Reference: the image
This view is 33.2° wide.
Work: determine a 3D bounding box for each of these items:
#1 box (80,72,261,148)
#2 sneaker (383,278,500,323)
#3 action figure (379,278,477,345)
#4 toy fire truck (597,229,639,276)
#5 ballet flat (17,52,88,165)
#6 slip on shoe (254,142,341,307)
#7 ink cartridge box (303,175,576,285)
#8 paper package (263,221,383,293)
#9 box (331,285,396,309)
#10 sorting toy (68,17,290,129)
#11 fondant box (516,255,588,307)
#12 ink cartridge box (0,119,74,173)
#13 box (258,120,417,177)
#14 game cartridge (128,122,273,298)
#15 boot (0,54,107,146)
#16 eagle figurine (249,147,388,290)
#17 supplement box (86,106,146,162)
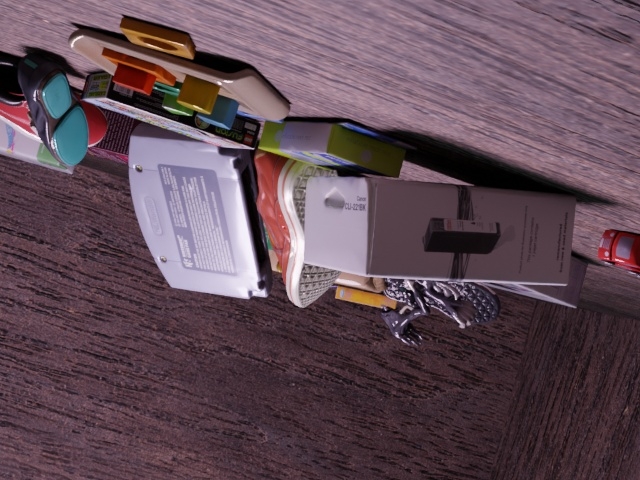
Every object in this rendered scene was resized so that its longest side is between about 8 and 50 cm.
[{"bbox_3d":[-0.192,-0.166,1.379,0.207,0.036,0.114,17,177,-28],"label":"box"},{"bbox_3d":[0.224,0.081,1.985,0.235,0.084,0.097,18,-157,12],"label":"sneaker"},{"bbox_3d":[0.200,0.056,1.733,0.141,0.164,0.275,28,144,-2],"label":"action figure"},{"bbox_3d":[0.494,0.035,1.500,0.192,0.047,0.135,19,176,-40],"label":"toy fire truck"},{"bbox_3d":[-0.347,-0.172,1.378,0.074,0.074,0.203,15,155,6],"label":"ballet flat"},{"bbox_3d":[-0.028,-0.026,1.512,0.101,0.123,0.331,38,155,31],"label":"slip on shoe"},{"bbox_3d":[0.138,-0.013,1.302,0.273,0.114,0.197,4,-178,-23],"label":"ink cartridge box"},{"bbox_3d":[0.000,0.000,2.166,0.325,0.168,0.309,11,177,19],"label":"paper package"},{"bbox_3d":[0.084,0.114,2.128,0.136,0.028,0.081,10,177,5],"label":"box"},{"bbox_3d":[-0.146,-0.159,1.122,0.196,0.047,0.348,15,177,13],"label":"sorting toy"},{"bbox_3d":[0.313,0.031,1.962,0.238,0.096,0.330,14,178,36],"label":"fondant box"},{"bbox_3d":[-0.619,-0.215,2.225,0.213,0.093,0.154,14,177,-2],"label":"ink cartridge box"},{"bbox_3d":[0.018,-0.110,1.272,0.109,0.042,0.178,15,178,-33],"label":"box"},{"bbox_3d":[-0.187,-0.045,1.639,0.198,0.062,0.297,11,131,23],"label":"game cartridge"},{"bbox_3d":[-0.382,-0.190,1.494,0.244,0.088,0.176,22,173,-37],"label":"boot"},{"bbox_3d":[-0.011,-0.048,1.710,0.298,0.225,0.226,45,142,18],"label":"eagle figurine"},{"bbox_3d":[-0.288,-0.157,1.721,0.240,0.073,0.130,14,176,11],"label":"supplement box"}]
